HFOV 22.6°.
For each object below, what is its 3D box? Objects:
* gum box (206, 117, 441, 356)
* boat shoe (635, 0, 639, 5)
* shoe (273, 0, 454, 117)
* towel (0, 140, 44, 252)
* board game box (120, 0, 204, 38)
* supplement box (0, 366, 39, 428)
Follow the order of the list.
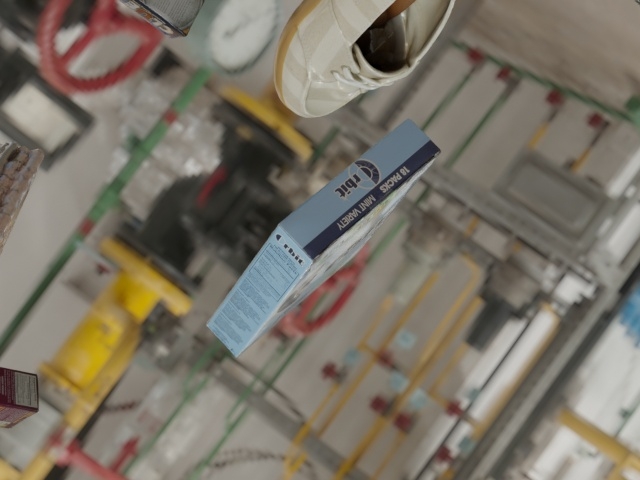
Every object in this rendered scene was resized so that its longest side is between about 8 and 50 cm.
[{"bbox_3d":[0.000,0.000,1.263,0.041,0.157,0.184,47,147,5],"label":"gum box"},{"bbox_3d":[0.259,-0.235,1.361,0.083,0.065,0.183,6,-147,-13],"label":"boat shoe"},{"bbox_3d":[0.034,-0.137,0.995,0.219,0.077,0.058,-52,51,48],"label":"shoe"},{"bbox_3d":[-0.329,0.102,1.290,0.053,0.317,0.332,25,-159,-8],"label":"towel"},{"bbox_3d":[-0.174,-0.383,1.870,0.165,0.243,0.042,35,162,-30],"label":"board game box"},{"bbox_3d":[-0.325,0.151,1.564,0.083,0.043,0.055,17,144,-39],"label":"supplement box"}]
